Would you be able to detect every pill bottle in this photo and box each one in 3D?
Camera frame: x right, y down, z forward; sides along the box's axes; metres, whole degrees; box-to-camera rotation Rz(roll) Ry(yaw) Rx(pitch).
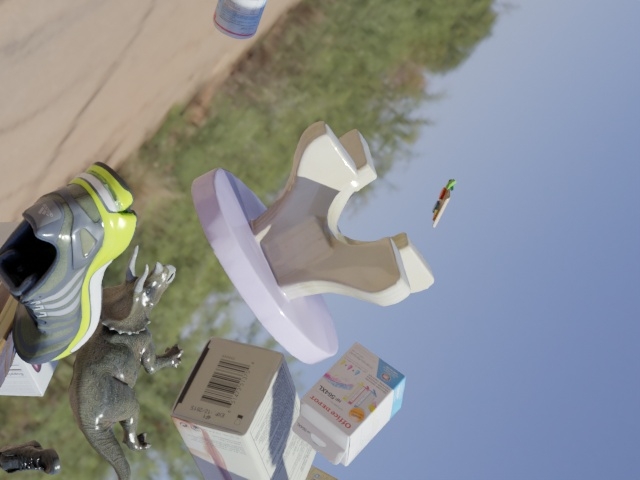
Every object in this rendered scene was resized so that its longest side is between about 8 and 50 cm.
[{"bbox_3d":[-0.139,-0.460,2.220,0.087,0.087,0.160,-57,173,-51],"label":"pill bottle"}]

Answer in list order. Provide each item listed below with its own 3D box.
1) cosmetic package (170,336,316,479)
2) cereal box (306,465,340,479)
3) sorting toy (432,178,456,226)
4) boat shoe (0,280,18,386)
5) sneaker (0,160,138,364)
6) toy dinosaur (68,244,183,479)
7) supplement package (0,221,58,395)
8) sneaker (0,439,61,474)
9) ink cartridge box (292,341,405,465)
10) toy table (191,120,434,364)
[{"bbox_3d":[-0.111,0.296,1.845,0.296,0.129,0.153,75,33,-49],"label":"cosmetic package"},{"bbox_3d":[-0.021,0.457,2.148,0.047,0.240,0.173,-46,138,-26],"label":"cereal box"},{"bbox_3d":[0.190,-0.068,1.845,0.062,0.012,0.083,-74,-173,-59],"label":"sorting toy"},{"bbox_3d":[-0.450,0.150,1.436,0.342,0.123,0.123,-72,-176,-47],"label":"boat shoe"},{"bbox_3d":[-0.306,0.037,1.320,0.121,0.111,0.300,-22,151,-41],"label":"sneaker"},{"bbox_3d":[-0.266,0.175,1.520,0.160,0.121,0.314,41,62,-53],"label":"toy dinosaur"},{"bbox_3d":[-0.522,0.108,1.963,0.262,0.204,0.145,-75,158,-43],"label":"supplement package"},{"bbox_3d":[-0.557,0.413,2.243,0.089,0.051,0.170,-14,-166,-34],"label":"sneaker"},{"bbox_3d":[0.038,0.233,1.668,0.143,0.092,0.090,-44,156,-29],"label":"ink cartridge box"},{"bbox_3d":[0.000,0.000,1.284,0.160,0.274,0.252,-27,-127,13],"label":"toy table"}]
